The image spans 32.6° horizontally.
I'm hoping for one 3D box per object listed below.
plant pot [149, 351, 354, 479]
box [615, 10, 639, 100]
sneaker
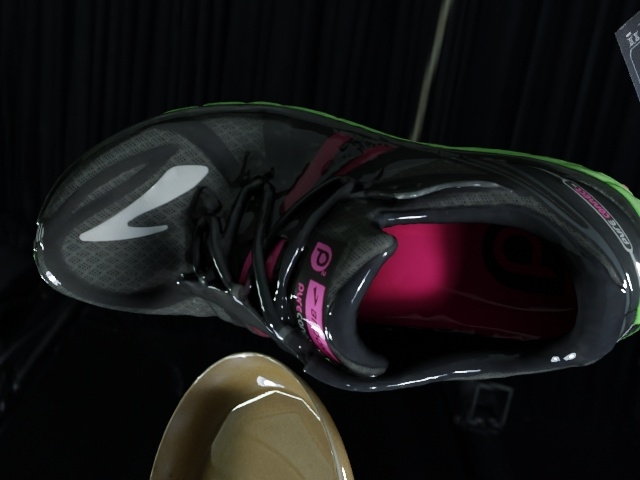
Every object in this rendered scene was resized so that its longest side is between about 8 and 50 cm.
[{"bbox_3d":[-0.044,0.187,0.668,0.032,0.236,0.236,12,-161,-33],"label":"plant pot"},{"bbox_3d":[0.343,-0.142,0.858,0.056,0.231,0.183,-11,-106,-22],"label":"box"},{"bbox_3d":[0.000,0.000,0.790,0.482,0.185,0.202,2,-167,16],"label":"sneaker"}]
